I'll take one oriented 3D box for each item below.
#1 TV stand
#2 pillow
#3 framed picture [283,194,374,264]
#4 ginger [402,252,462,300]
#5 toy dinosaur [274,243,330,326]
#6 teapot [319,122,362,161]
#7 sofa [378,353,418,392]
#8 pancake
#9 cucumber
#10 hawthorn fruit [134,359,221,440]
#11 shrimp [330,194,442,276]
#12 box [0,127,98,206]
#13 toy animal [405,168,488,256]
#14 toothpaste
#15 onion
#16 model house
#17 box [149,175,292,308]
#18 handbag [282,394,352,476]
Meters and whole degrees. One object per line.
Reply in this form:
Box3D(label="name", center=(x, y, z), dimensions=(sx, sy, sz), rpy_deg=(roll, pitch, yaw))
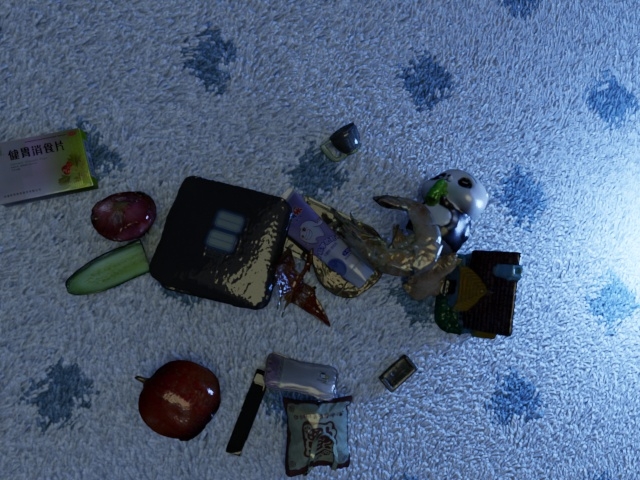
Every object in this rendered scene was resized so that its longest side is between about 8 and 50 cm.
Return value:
Box3D(label="TV stand", center=(-0.219, 0.523, 1.503), dimensions=(0.049, 0.040, 0.256), rpy_deg=(22, 84, -8))
Box3D(label="pillow", center=(-0.059, 0.416, 1.506), dimensions=(0.233, 0.130, 0.038), rpy_deg=(14, 128, -6))
Box3D(label="framed picture", center=(0.021, -0.006, 1.578), dimensions=(0.253, 0.014, 0.197), rpy_deg=(26, 84, -7))
Box3D(label="ginger", center=(0.342, 0.109, 1.545), dimensions=(0.138, 0.213, 0.074), rpy_deg=(1, 54, -18))
Box3D(label="toy dinosaur", center=(-0.047, 0.145, 1.449), dimensions=(0.207, 0.113, 0.327), rpy_deg=(-37, 134, -44))
Box3D(label="teapot", center=(0.075, -0.311, 1.577), dimensions=(0.090, 0.124, 0.092), rpy_deg=(56, 39, -19))
Box3D(label="sofa", center=(0.250, 0.427, 1.584), dimensions=(0.118, 0.039, 0.060), rpy_deg=(-39, 93, -9))
Box3D(label="pancake", center=(0.089, 0.052, 1.562), dimensions=(0.250, 0.031, 0.249), rpy_deg=(1, 85, -7))
Box3D(label="cucumber", center=(-0.623, 0.080, 1.440), dimensions=(0.244, 0.063, 0.115), rpy_deg=(-24, 128, -11))
Box3D(label="hawthorn fruit", center=(-0.410, 0.440, 1.403), dimensions=(0.250, 0.215, 0.215), rpy_deg=(28, 83, -2))
Box3D(label="shrimp", center=(0.189, -0.032, 1.462), dimensions=(0.361, 0.085, 0.246), rpy_deg=(26, 80, 19))
Box3D(label="box", center=(-0.803, -0.211, 1.429), dimensions=(0.261, 0.062, 0.175), rpy_deg=(-14, 90, -9))
Box3D(label="toy animal", center=(0.396, -0.100, 1.544), dimensions=(0.213, 0.212, 0.266), rpy_deg=(25, 85, -7))
Box3D(label="toothpaste", center=(0.000, 0.000, 1.512), dimensions=(0.371, 0.080, 0.125), rpy_deg=(42, 84, 6))
Box3D(label="onion", center=(-0.560, -0.057, 1.427), dimensions=(0.184, 0.184, 0.147), rpy_deg=(-20, 133, -10))
Box3D(label="model house", center=(0.515, 0.172, 1.533), dimensions=(0.230, 0.249, 0.280), rpy_deg=(7, 86, -8))
Box3D(label="box", center=(-0.283, 0.005, 1.446), dimensions=(0.360, 0.091, 0.349), rpy_deg=(14, 78, 4))
Box3D(label="handbag", center=(-0.006, 0.585, 1.492), dimensions=(0.213, 0.127, 0.234), rpy_deg=(-1, 90, -11))
